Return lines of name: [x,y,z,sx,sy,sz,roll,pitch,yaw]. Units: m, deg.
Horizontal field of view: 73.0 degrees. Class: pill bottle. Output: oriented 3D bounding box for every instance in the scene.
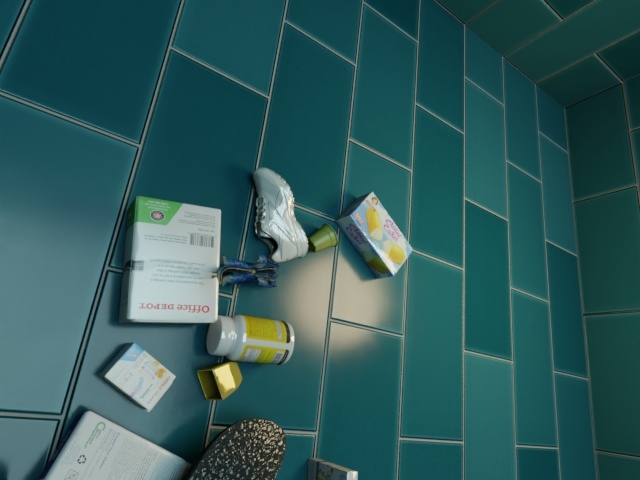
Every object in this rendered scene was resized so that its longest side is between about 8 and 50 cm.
pill bottle: [-0.184,0.261,1.145,0.208,0.119,0.119,16,69,-32]

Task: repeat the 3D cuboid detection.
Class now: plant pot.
plant pot: [-0.249,0.349,1.101,0.083,0.081,0.081,-19,89,-46]
plant pot: [0.000,0.000,1.380,0.079,0.083,0.083,-29,95,-24]

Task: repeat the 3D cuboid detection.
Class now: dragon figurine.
dragon figurine: [-0.182,0.082,1.136,0.143,0.289,0.085,-1,81,0]

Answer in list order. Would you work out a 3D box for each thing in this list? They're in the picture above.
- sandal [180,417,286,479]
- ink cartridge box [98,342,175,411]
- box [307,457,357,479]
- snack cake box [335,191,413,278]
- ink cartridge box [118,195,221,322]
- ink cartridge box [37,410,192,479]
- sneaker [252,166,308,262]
sandal: [-0.258,0.557,0.948,0.445,0.107,0.168,-33,93,-42]
ink cartridge box: [-0.410,0.313,0.985,0.143,0.089,0.092,46,56,-16]
box: [0.026,0.672,1.144,0.038,0.186,0.145,15,70,-32]
snack cake box: [0.191,-0.017,1.508,0.264,0.089,0.152,53,55,-13]
ink cartridge box: [-0.367,0.059,1.063,0.211,0.121,0.290,9,72,-34]
ink cartridge box: [-0.423,0.570,0.864,0.330,0.071,0.324,43,39,-24]
sneaker: [-0.139,-0.073,1.277,0.129,0.111,0.297,-22,90,-32]
